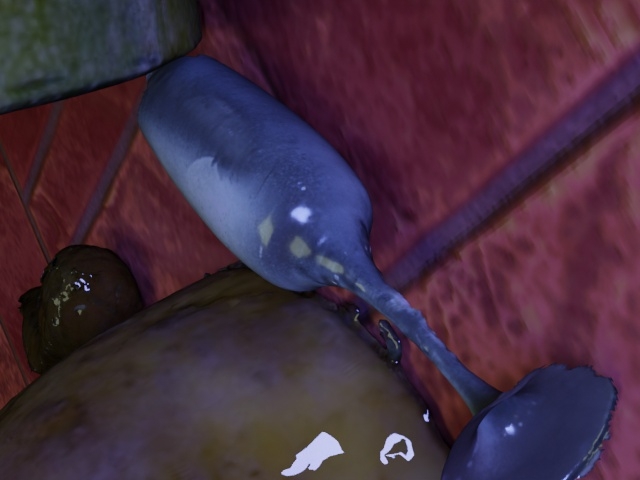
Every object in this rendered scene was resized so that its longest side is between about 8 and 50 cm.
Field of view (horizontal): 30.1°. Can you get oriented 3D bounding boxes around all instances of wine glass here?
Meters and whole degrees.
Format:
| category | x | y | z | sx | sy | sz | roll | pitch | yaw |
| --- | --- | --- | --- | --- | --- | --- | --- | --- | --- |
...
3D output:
| category | x | y | z | sx | sy | sz | roll | pitch | yaw |
| --- | --- | --- | --- | --- | --- | --- | --- | --- | --- |
| wine glass | 0.000 | 0.000 | 0.467 | 0.262 | 0.074 | 0.074 | 45 | 143 | 42 |

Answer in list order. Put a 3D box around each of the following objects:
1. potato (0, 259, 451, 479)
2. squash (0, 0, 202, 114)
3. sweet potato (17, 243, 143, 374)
| category | x | y | z | sx | sy | sz | roll | pitch | yaw |
| --- | --- | --- | --- | --- | --- | --- | --- | --- | --- |
| potato | -0.085 | 0.175 | 0.543 | 0.301 | 0.237 | 0.289 | 63 | 151 | 13 |
| squash | -0.201 | -0.243 | 0.473 | 0.263 | 0.263 | 0.385 | 17 | 120 | 57 |
| sweet potato | -0.172 | 0.056 | 0.821 | 0.233 | 0.062 | 0.081 | 153 | 112 | -66 |
